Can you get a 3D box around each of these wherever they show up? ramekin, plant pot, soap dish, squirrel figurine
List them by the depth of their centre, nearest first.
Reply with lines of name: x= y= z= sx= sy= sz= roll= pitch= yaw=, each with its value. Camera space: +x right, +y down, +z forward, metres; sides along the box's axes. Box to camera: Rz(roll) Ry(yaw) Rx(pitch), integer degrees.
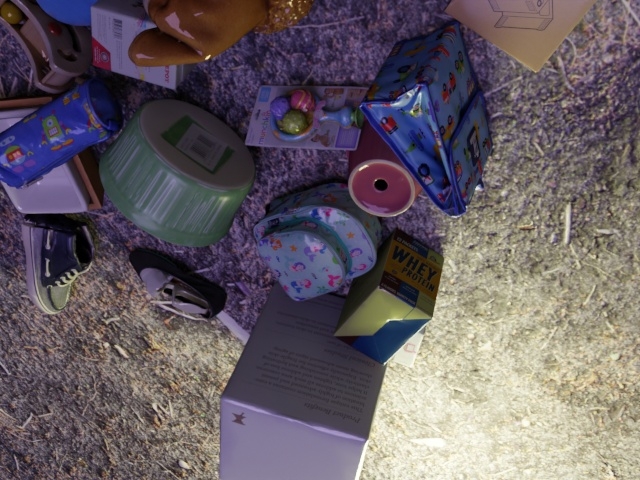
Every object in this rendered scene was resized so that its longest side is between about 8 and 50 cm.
squirrel figurine: x=-0.167 y=-0.512 z=1.143 sx=0.396 sy=0.281 sz=0.371 roll=-1 pitch=136 yaw=-3
plant pot: x=0.135 y=-0.149 z=1.389 sx=0.201 sy=0.180 sz=0.201 roll=10 pitch=130 yaw=12
ramekin: x=-0.280 y=-0.149 z=1.459 sx=0.303 sy=0.303 sz=0.148 roll=35 pitch=122 yaw=-10
soap dish: x=-0.643 y=-0.203 z=1.648 sx=0.228 sy=0.118 sz=0.291 roll=-1 pitch=126 yaw=19

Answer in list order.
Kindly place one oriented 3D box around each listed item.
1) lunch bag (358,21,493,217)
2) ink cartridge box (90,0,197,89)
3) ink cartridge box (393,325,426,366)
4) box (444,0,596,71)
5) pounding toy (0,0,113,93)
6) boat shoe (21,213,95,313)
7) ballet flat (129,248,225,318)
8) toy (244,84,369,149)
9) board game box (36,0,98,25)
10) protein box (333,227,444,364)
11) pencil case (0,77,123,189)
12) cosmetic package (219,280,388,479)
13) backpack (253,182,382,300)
lunch bag: x=0.220 y=-0.200 z=1.288 sx=0.138 sy=0.221 sz=0.293 roll=-11 pitch=126 yaw=36
ink cartridge box: x=-0.333 y=-0.395 z=1.384 sx=0.176 sy=0.127 sz=0.128 roll=18 pitch=131 yaw=4
ink cartridge box: x=0.220 y=0.229 z=1.719 sx=0.052 sy=0.088 sz=0.122 roll=19 pitch=130 yaw=7
box: x=0.341 y=-0.407 z=1.219 sx=0.201 sy=0.021 sz=0.164 roll=31 pitch=130 yaw=-6
pounding toy: x=-0.564 y=-0.375 z=1.461 sx=0.154 sy=0.154 sz=0.269 roll=-30 pitch=113 yaw=34
boat shoe: x=-0.673 y=0.076 z=1.870 sx=0.158 sy=0.127 sz=0.341 roll=17 pitch=130 yaw=15
ballet flat: x=-0.375 y=0.115 z=1.825 sx=0.280 sy=0.096 sz=0.095 roll=26 pitch=131 yaw=-2
toy: x=-0.033 y=-0.249 z=1.379 sx=0.237 sy=0.137 sz=0.056 roll=7 pitch=162 yaw=19
board game box: x=-0.475 y=-0.503 z=1.389 sx=0.168 sy=0.033 sz=0.133 roll=-40 pitch=136 yaw=22
protein box: x=0.154 y=0.124 z=1.584 sx=0.136 sy=0.201 sz=0.200 roll=31 pitch=130 yaw=-7
pencil case: x=-0.547 y=-0.211 z=1.465 sx=0.306 sy=0.119 sz=0.133 roll=-26 pitch=87 yaw=17
cosmetic package: x=-0.025 y=0.371 z=1.715 sx=0.329 sy=0.394 sz=0.328 roll=15 pitch=130 yaw=8
backpack: x=0.000 y=0.000 z=1.558 sx=0.253 sy=0.191 sz=0.225 roll=-19 pitch=118 yaw=24
